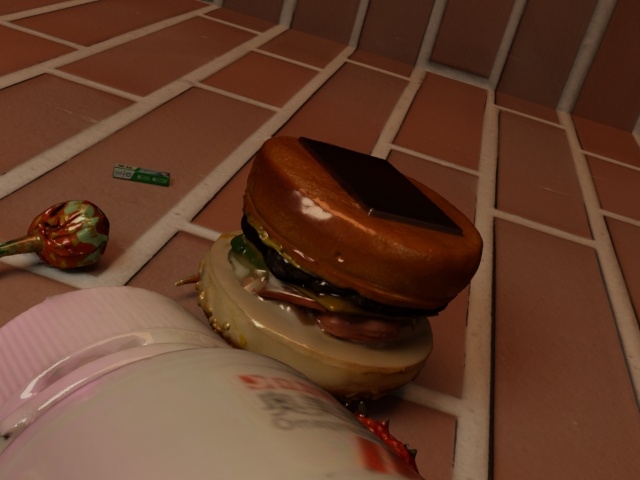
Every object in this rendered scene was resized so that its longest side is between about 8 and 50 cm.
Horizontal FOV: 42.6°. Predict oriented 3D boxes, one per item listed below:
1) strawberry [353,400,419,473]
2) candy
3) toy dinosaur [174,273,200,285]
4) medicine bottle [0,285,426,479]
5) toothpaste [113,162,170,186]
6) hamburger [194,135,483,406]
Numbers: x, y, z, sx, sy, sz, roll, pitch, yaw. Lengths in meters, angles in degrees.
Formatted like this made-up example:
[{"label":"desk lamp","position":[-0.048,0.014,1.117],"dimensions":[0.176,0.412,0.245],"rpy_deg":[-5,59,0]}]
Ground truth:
[{"label":"strawberry","position":[0.006,0.207,0.634],"dimensions":[0.131,0.131,0.148],"rpy_deg":[30,30,28]},{"label":"candy","position":[-0.356,0.014,0.884],"dimensions":[0.084,0.078,0.288],"rpy_deg":[-2,11,44]},{"label":"toy dinosaur","position":[-0.079,0.054,1.007],"dimensions":[0.106,0.044,0.187],"rpy_deg":[41,30,15]},{"label":"medicine bottle","position":[-0.081,0.182,0.472],"dimensions":[0.256,0.256,0.325],"rpy_deg":[-1,20,-33]},{"label":"toothpaste","position":[-0.269,-0.099,1.234],"dimensions":[0.083,0.017,0.020],"rpy_deg":[10,26,-15]},{"label":"hamburger","position":[0.013,0.031,0.883],"dimensions":[0.291,0.225,0.291],"rpy_deg":[21,23,-9]}]
